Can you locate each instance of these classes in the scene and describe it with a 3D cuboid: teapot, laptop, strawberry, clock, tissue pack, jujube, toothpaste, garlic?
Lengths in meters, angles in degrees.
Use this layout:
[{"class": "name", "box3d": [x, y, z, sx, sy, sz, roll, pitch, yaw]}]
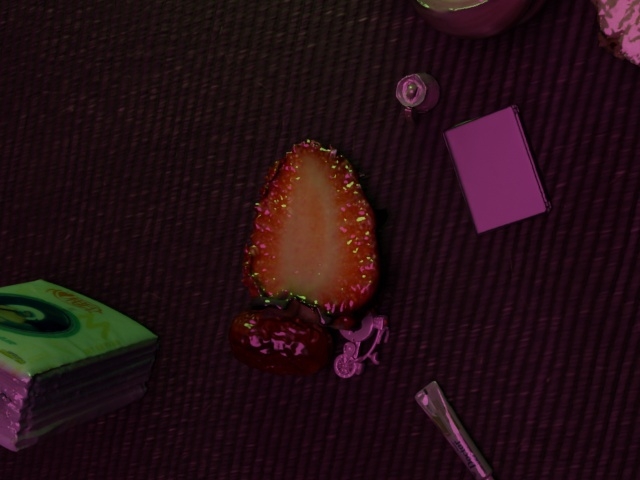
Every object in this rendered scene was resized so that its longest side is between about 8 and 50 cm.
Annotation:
[{"class": "teapot", "box3d": [0.150, -0.226, 1.848, 0.064, 0.064, 0.083, 18, 100, 20]}, {"class": "laptop", "box3d": [0.277, -0.110, 1.832, 0.129, 0.016, 0.180, -19, 86, 22]}, {"class": "strawberry", "box3d": [0.000, 0.000, 1.909, 0.233, 0.138, 0.306, 9, 71, 4]}, {"class": "clock", "box3d": [0.065, 0.168, 1.922, 0.087, 0.041, 0.129, 14, 94, 24]}, {"class": "tissue pack", "box3d": [-0.492, 0.196, 1.959, 0.287, 0.388, 0.162, 23, 103, 19]}, {"class": "jujube", "box3d": [-0.066, 0.172, 1.938, 0.176, 0.112, 0.109, 10, 97, 16]}, {"class": "toothpaste", "box3d": [0.223, 0.319, 1.877, 0.048, 0.029, 0.197, -39, 77, 19]}, {"class": "garlic", "box3d": [0.241, -0.419, 1.718, 0.292, 0.210, 0.237, 2, 103, 38]}]

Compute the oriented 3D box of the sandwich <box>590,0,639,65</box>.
[{"class": "sandwich", "box3d": [0.526, -0.356, 1.656, 0.325, 0.131, 0.262, 31, 105, 14]}]
